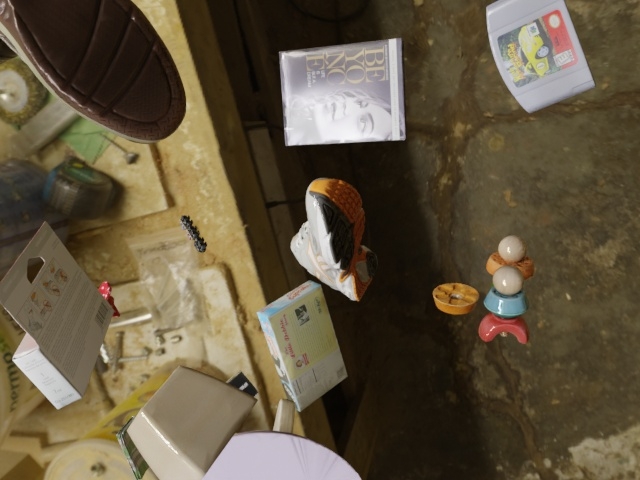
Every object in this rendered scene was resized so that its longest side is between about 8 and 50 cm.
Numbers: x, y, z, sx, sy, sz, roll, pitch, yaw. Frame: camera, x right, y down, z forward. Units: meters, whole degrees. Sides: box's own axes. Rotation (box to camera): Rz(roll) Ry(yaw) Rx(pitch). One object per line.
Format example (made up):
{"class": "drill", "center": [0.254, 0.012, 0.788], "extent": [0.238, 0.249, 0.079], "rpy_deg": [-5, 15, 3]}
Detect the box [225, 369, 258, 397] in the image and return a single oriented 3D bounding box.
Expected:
{"class": "box", "center": [-0.256, 0.443, 1.687], "extent": [0.147, 0.180, 0.077], "rpy_deg": [-40, 87, -12]}

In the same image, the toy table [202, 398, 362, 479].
{"class": "toy table", "center": [-0.074, 0.383, 0.948], "extent": [0.274, 0.161, 0.252], "rpy_deg": [25, 76, -6]}

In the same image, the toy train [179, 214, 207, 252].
{"class": "toy train", "center": [-0.341, -0.018, 1.605], "extent": [0.158, 0.027, 0.036], "rpy_deg": [49, 135, 41]}

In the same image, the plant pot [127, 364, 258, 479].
{"class": "plant pot", "center": [-0.154, 0.208, 0.684], "extent": [0.096, 0.109, 0.109], "rpy_deg": [40, 138, -1]}

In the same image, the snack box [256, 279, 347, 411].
{"class": "snack box", "center": [-0.045, 0.295, 1.680], "extent": [0.060, 0.187, 0.322], "rpy_deg": [16, 128, 51]}

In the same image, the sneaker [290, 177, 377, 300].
{"class": "sneaker", "center": [0.000, 0.000, 0.880], "extent": [0.121, 0.099, 0.262], "rpy_deg": [17, 151, 23]}

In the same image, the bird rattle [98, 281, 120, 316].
{"class": "bird rattle", "center": [-0.737, 0.203, 1.777], "extent": [0.207, 0.143, 0.253], "rpy_deg": [32, 73, 25]}

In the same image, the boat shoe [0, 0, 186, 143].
{"class": "boat shoe", "center": [-0.212, -0.178, 0.487], "extent": [0.257, 0.095, 0.095], "rpy_deg": [46, 79, -9]}

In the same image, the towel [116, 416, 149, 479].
{"class": "towel", "center": [-0.532, 0.600, 1.741], "extent": [0.023, 0.113, 0.152], "rpy_deg": [-20, 98, 9]}

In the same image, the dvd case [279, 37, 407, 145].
{"class": "dvd case", "center": [0.036, -0.250, 1.031], "extent": [0.221, 0.018, 0.164], "rpy_deg": [1, 101, 21]}

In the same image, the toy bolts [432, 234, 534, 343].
{"class": "toy bolts", "center": [0.354, 0.091, 1.266], "extent": [0.218, 0.228, 0.158], "rpy_deg": [-1, 115, 4]}

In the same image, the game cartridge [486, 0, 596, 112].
{"class": "game cartridge", "center": [0.534, -0.475, 1.488], "extent": [0.196, 0.060, 0.294], "rpy_deg": [-19, 108, 32]}

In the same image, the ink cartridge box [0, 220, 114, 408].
{"class": "ink cartridge box", "center": [-0.490, 0.127, 1.093], "extent": [0.060, 0.275, 0.239], "rpy_deg": [-25, 116, 6]}

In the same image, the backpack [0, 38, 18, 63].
{"class": "backpack", "center": [-0.427, -0.267, 0.612], "extent": [0.225, 0.253, 0.191], "rpy_deg": [-23, 98, 14]}
